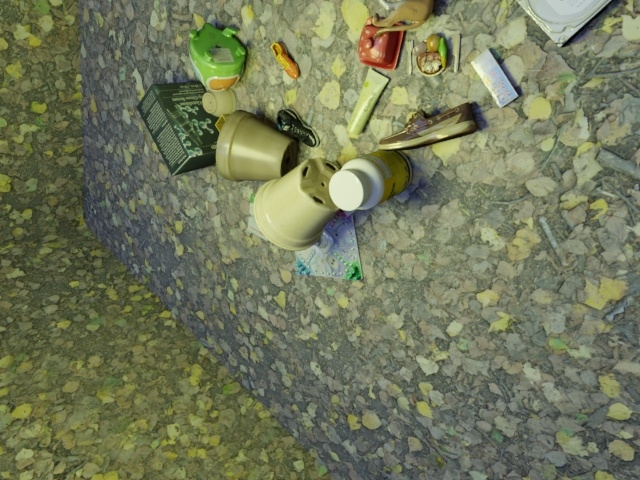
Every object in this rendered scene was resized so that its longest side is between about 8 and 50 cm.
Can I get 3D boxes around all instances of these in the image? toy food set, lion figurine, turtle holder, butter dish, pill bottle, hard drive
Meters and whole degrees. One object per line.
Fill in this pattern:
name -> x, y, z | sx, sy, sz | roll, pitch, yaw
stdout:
toy food set -> 0.370, -0.623, 1.435 | 0.192, 0.038, 0.132 | 11, 116, 36
lion figurine -> 0.313, -0.816, 1.322 | 0.240, 0.142, 0.392 | 14, 126, 4
turtle holder -> -0.492, -0.828, 1.920 | 0.320, 0.243, 0.227 | 40, 147, 7
butter dish -> 0.192, -0.692, 1.497 | 0.160, 0.118, 0.160 | 27, 125, 27
pill bottle -> 0.185, -0.222, 1.565 | 0.188, 0.334, 0.188 | 17, 120, 33
hard drive -> 0.642, -0.736, 1.147 | 0.339, 0.064, 0.237 | 54, 132, 8

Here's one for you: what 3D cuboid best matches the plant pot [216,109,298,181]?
plant pot -> -0.266, -0.392, 1.911 | 0.280, 0.323, 0.323 | 19, 122, 13

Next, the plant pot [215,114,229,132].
plant pot -> -0.453, -0.569, 2.104 | 0.081, 0.083, 0.081 | -36, 84, 43

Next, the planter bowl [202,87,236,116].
planter bowl -> -0.508, -0.680, 2.084 | 0.162, 0.109, 0.162 | 17, 118, 34

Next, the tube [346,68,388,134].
tube -> 0.172, -0.526, 1.632 | 0.070, 0.062, 0.240 | 17, 123, -14

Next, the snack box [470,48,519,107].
snack box -> 0.552, -0.513, 1.346 | 0.064, 0.022, 0.178 | -34, 86, 42

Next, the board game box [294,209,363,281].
board game box -> 0.000, 0.000, 2.010 | 0.390, 0.050, 0.390 | 3, 110, 39

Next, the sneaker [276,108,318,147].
sneaker -> -0.113, -0.475, 1.841 | 0.217, 0.121, 0.079 | 50, 133, 10

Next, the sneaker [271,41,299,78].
sneaker -> -0.153, -0.752, 1.789 | 0.064, 0.067, 0.175 | -36, 86, 41

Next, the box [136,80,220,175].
box -> -0.675, -0.570, 2.144 | 0.212, 0.293, 0.395 | -26, 92, 43

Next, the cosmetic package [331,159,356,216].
cosmetic package -> 0.091, -0.224, 1.802 | 0.060, 0.099, 0.239 | -38, 84, 43

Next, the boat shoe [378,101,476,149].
boat shoe -> 0.361, -0.397, 1.488 | 0.342, 0.123, 0.123 | -9, 94, 33

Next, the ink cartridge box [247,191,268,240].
ink cartridge box -> -0.284, -0.126, 2.161 | 0.153, 0.087, 0.208 | 29, 124, 26

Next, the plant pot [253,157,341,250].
plant pot -> -0.056, -0.161, 1.690 | 0.334, 0.334, 0.305 | 59, 143, 2
